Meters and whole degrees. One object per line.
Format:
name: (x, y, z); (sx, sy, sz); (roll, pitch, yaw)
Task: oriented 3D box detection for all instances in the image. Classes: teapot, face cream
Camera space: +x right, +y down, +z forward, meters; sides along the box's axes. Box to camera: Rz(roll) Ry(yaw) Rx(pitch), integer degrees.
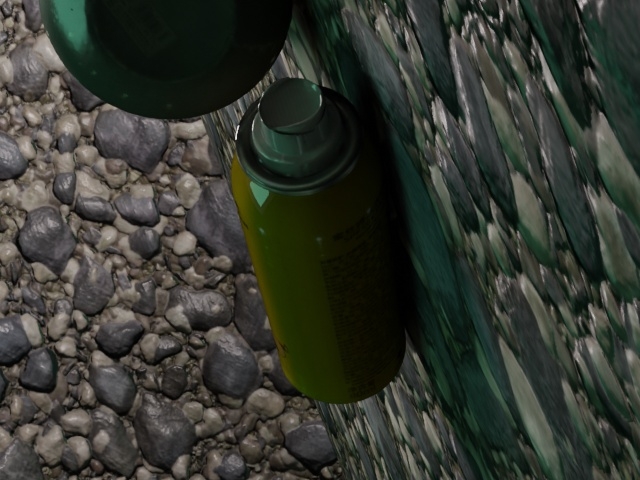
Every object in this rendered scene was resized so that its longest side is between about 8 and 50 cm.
teapot: (-0.114, -0.202, 1.303); (0.251, 0.183, 0.183); (-97, -11, -69)
face cream: (0.000, 0.000, 1.220); (0.349, 0.105, 0.105); (79, 168, -60)
